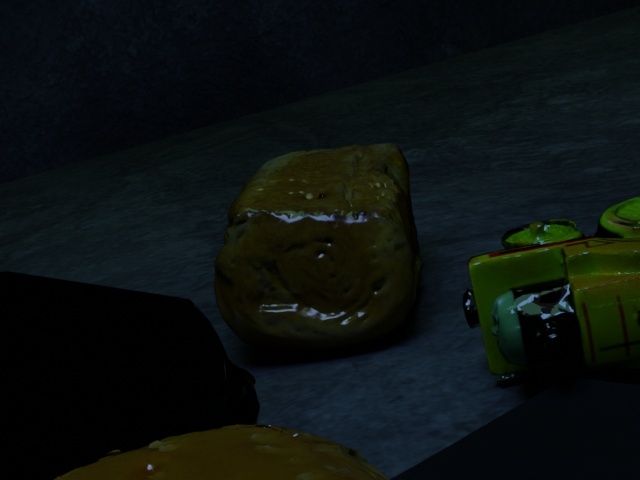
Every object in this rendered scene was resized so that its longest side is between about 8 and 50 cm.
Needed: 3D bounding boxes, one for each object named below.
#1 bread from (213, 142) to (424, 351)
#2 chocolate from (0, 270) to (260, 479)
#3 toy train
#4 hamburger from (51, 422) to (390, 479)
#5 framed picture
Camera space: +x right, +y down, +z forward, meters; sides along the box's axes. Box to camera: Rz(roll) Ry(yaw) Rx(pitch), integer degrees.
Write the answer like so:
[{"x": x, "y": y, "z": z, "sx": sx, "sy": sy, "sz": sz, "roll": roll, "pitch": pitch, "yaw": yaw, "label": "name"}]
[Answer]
[{"x": 0.000, "y": 0.000, "z": 1.294, "sx": 0.166, "sy": 0.132, "sz": 0.294, "roll": -10, "pitch": 12, "yaw": 6, "label": "bread"}, {"x": -0.105, "y": 0.153, "z": 0.796, "sx": 0.224, "sy": 0.206, "sz": 0.177, "roll": 6, "pitch": -24, "yaw": 30, "label": "chocolate"}, {"x": 0.242, "y": 0.028, "z": 1.009, "sx": 0.296, "sy": 0.100, "sz": 0.160, "roll": -11, "pitch": 14, "yaw": 7, "label": "toy train"}, {"x": -0.050, "y": 0.174, "z": 0.498, "sx": 0.244, "sy": 0.163, "sz": 0.244, "roll": -10, "pitch": 14, "yaw": 2, "label": "hamburger"}, {"x": 0.182, "y": 0.137, "z": 0.789, "sx": 0.255, "sy": 0.014, "sz": 0.338, "roll": -23, "pitch": 16, "yaw": -39, "label": "framed picture"}]
